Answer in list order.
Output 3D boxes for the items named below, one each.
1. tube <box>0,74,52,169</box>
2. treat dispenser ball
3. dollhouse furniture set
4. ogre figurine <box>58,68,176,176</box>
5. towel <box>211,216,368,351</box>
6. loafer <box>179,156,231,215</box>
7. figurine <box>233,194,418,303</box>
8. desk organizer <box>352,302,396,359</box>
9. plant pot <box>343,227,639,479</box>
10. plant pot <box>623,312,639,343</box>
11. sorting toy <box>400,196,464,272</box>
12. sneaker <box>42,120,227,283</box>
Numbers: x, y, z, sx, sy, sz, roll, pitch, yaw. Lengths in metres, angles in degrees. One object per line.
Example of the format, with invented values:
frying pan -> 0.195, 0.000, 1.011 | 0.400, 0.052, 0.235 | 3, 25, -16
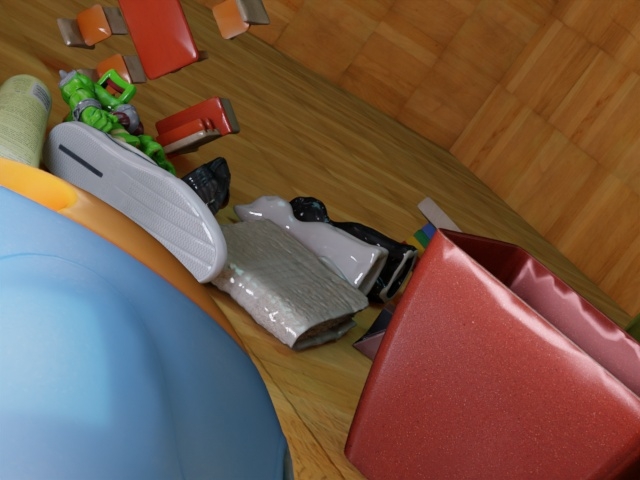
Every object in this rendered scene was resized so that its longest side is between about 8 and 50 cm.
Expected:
tube -> -0.322, -0.109, 1.436 | 0.240, 0.070, 0.062 | -102, 180, -66
treat dispenser ball -> -0.150, 0.109, 0.490 | 0.288, 0.288, 0.288 | 34, 12, -8
dollhouse furniture set -> -0.204, -0.250, 1.881 | 0.259, 0.262, 0.135 | 68, 17, 1
ogre figurine -> -0.246, -0.137, 1.650 | 0.197, 0.097, 0.118 | 5, 41, -54
towel -> -0.052, 0.046, 1.608 | 0.187, 0.049, 0.282 | 38, 13, 14
loafer -> -0.143, -0.065, 1.780 | 0.061, 0.062, 0.170 | 58, 14, -4
figurine -> 0.000, 0.000, 1.872 | 0.209, 0.092, 0.215 | 32, 11, 18
desk organizer -> 0.083, 0.116, 1.715 | 0.050, 0.047, 0.130 | 35, 11, 8
plant pot -> 0.181, 0.168, 1.328 | 0.267, 0.236, 0.267 | 42, 13, 22
plant pot -> 0.432, 0.248, 1.580 | 0.366, 0.366, 0.353 | 40, 25, 20
sorting toy -> 0.223, 0.093, 1.972 | 0.257, 0.089, 0.255 | 52, 2, -23
sneaker -> -0.181, -0.046, 1.478 | 0.258, 0.094, 0.091 | 41, 17, 24
